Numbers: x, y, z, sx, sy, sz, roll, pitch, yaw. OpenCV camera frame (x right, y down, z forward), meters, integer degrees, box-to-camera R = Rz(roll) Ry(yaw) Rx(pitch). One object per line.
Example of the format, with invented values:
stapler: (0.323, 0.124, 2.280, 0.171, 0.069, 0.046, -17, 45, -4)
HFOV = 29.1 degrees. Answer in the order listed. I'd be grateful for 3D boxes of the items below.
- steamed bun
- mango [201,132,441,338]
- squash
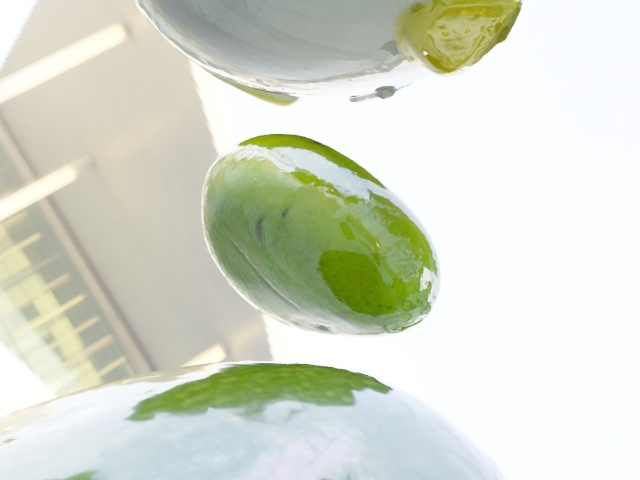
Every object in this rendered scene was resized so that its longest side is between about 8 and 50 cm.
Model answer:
steamed bun: (0.004, -0.268, 0.933, 0.374, 0.334, 0.334, -5, -65, 52)
mango: (-0.004, -0.005, 0.671, 0.163, 0.089, 0.117, 2, -53, 58)
squash: (-0.050, 0.158, 0.501, 0.310, 0.309, 0.310, 17, -53, 24)
